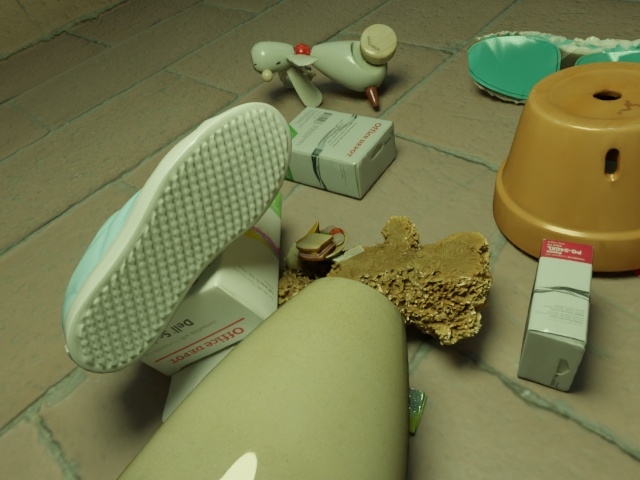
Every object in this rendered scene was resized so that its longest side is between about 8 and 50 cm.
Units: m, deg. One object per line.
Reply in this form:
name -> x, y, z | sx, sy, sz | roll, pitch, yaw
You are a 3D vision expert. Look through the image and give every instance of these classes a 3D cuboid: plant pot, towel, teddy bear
plant pot -> 0.409, -0.127, 0.730 | 0.290, 0.204, 0.291 | -9, 40, 8
towel -> 0.087, 0.207, 0.624 | 0.083, 0.010, 0.060 | 11, 48, 24
teddy bear -> 0.075, 0.069, 0.716 | 0.337, 0.113, 0.245 | -12, 36, 13
plant pot -> -0.012, 0.178, 0.498 | 0.256, 0.257, 0.274 | 11, 49, 24

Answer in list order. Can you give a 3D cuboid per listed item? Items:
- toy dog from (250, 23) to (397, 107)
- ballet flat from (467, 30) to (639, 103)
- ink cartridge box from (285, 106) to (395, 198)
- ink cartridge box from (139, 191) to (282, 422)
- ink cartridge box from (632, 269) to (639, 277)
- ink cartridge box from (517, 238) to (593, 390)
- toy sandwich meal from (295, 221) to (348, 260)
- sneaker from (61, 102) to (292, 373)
toy dog -> 0.018, -0.376, 1.134 | 0.333, 0.220, 0.161 | -6, 75, 19
ballet flat -> 0.511, -0.345, 1.018 | 0.408, 0.147, 0.147 | 16, 51, 24
ink cartridge box -> 0.025, -0.179, 0.977 | 0.208, 0.087, 0.153 | 19, 52, 31
ink cartridge box -> -0.173, 0.054, 0.720 | 0.207, 0.119, 0.354 | -28, 39, 22
ink cartridge box -> 0.550, 0.048, 0.636 | 0.188, 0.066, 0.232 | -21, 48, -7
ink cartridge box -> 0.294, 0.091, 0.616 | 0.063, 0.109, 0.151 | 11, 49, 23
toy sandwich meal -> 0.000, 0.000, 0.728 | 0.085, 0.029, 0.086 | -15, 33, 10
sneaker -> -0.189, -0.029, 0.602 | 0.366, 0.135, 0.150 | -51, 40, -11
